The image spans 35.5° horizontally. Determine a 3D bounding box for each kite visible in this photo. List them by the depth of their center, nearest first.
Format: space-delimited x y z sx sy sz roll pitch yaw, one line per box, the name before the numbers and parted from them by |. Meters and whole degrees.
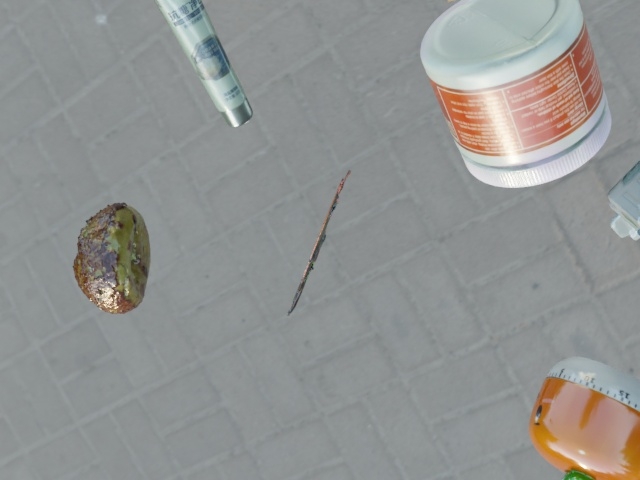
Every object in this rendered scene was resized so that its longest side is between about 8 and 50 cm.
kite | 0.001 0.000 1.157 0.009 0.232 0.189 22 77 0

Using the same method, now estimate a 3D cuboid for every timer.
timer | 0.244 0.177 0.888 0.136 0.099 0.136 0 85 -5

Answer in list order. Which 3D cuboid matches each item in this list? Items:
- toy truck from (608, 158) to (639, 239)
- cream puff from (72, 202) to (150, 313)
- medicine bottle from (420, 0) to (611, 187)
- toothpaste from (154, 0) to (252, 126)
toy truck | 0.397 0.017 0.890 0.175 0.367 0.146 38 101 -24
cream puff | -0.274 0.022 1.302 0.084 0.149 0.149 0 105 3
medicine bottle | 0.311 -0.251 1.588 0.252 0.253 0.241 -7 130 27
toothpaste | -0.142 -0.236 1.170 0.039 0.062 0.239 33 156 50
